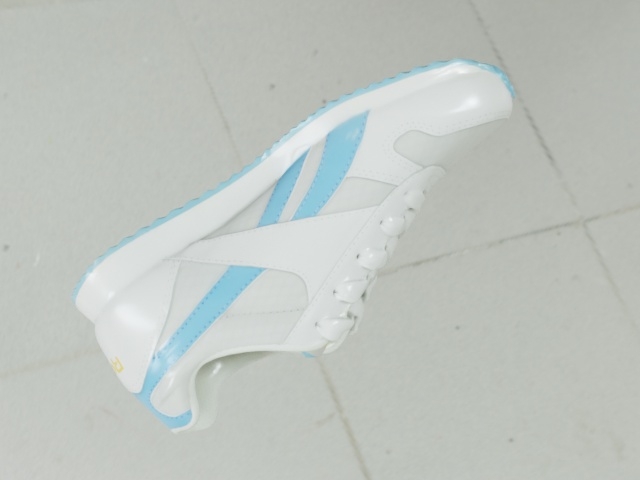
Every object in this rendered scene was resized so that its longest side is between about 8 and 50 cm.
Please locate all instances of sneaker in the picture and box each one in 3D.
[{"bbox_3d":[0.000,0.000,0.520,0.228,0.087,0.092,-35,79,5],"label":"sneaker"}]
